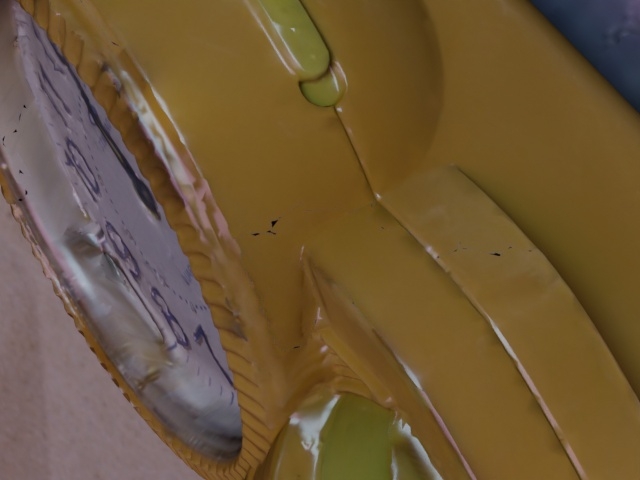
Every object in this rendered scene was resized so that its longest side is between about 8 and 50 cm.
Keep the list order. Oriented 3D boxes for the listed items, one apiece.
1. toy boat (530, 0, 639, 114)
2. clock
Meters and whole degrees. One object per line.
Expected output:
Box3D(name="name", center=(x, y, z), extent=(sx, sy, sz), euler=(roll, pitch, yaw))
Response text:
Box3D(name="toy boat", center=(0.094, -0.138, 0.555), extent=(0.283, 0.078, 0.127), euler=(49, 127, -1))
Box3D(name="clock", center=(0.000, 0.000, 0.575), extent=(0.317, 0.200, 0.244), euler=(54, 156, 7))
